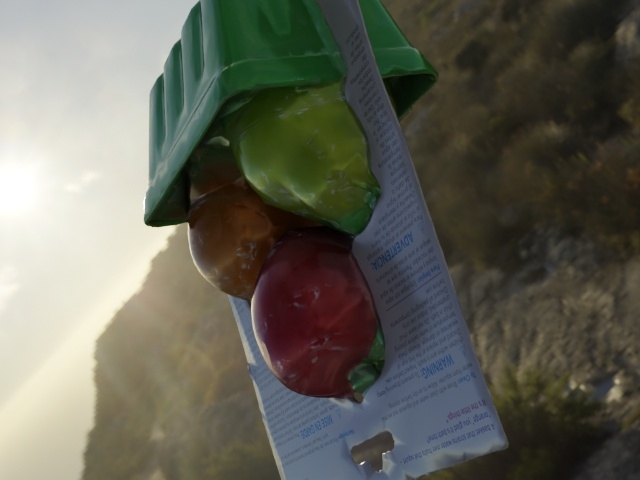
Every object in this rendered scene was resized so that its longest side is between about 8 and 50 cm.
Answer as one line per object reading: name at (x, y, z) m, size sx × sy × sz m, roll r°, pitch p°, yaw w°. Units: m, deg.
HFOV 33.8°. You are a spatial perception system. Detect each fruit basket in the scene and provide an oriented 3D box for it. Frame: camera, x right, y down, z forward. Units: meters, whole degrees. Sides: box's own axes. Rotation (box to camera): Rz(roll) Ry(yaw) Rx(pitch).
fruit basket at (0.000, 0.000, 0.739) m, size 0.165 × 0.353 × 0.327 m, roll -16°, pitch -14°, yaw -28°
